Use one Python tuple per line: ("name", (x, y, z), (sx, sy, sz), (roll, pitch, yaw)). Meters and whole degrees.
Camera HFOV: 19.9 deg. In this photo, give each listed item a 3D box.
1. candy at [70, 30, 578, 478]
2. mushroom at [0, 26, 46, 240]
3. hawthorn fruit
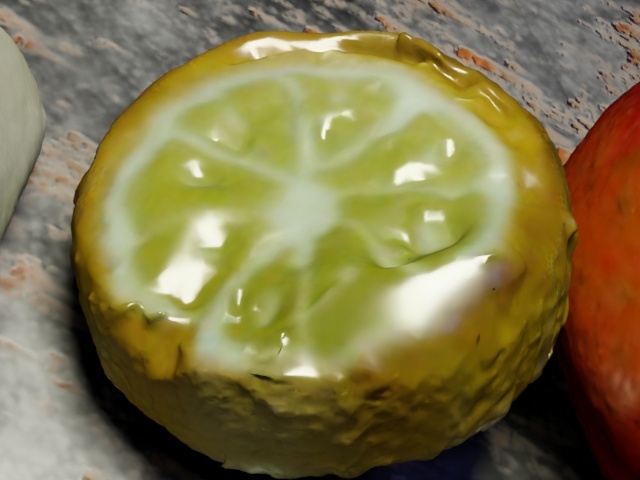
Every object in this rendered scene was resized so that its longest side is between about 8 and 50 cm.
("candy", (0.000, 0.000, 0.924), (0.260, 0.118, 0.260), (-1, 46, 1))
("mushroom", (-0.193, 0.043, 0.816), (0.177, 0.126, 0.397), (20, 42, -29))
("hawthorn fruit", (0.251, 0.057, 0.984), (0.265, 0.265, 0.307), (10, 52, -26))
